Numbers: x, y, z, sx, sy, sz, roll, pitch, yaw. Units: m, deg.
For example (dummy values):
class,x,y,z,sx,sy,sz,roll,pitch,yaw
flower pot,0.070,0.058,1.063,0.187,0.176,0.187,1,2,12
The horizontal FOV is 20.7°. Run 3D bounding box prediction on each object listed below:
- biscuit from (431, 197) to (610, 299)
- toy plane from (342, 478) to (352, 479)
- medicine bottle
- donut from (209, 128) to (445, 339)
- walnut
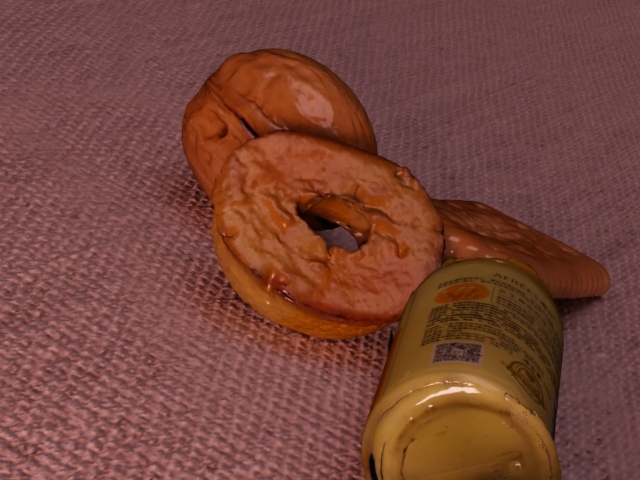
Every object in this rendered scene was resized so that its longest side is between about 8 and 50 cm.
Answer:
class,x,y,z,sx,sy,sz,roll,pitch,yaw
biscuit,0.140,0.002,1.437,0.160,0.030,0.250,29,11,24
toy plane,0.104,0.203,0.902,0.251,0.101,0.255,20,19,-30
medicine bottle,0.097,0.094,1.138,0.124,0.124,0.239,19,21,2
donut,0.000,0.000,1.284,0.178,0.065,0.162,24,52,-5
walnut,-0.032,-0.077,1.408,0.144,0.144,0.180,1,39,-37
